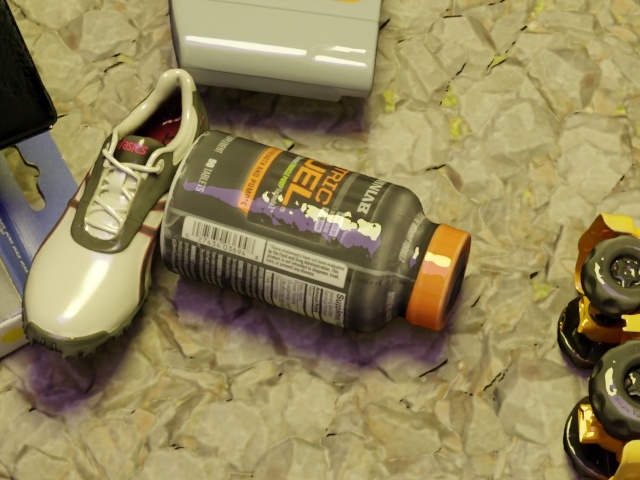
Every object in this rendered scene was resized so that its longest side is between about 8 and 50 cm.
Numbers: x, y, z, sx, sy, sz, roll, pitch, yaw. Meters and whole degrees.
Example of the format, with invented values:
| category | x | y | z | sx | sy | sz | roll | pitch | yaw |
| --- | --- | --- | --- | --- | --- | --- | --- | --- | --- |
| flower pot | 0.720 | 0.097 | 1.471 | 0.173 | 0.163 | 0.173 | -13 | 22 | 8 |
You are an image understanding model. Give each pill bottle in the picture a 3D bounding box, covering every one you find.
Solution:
| category | x | y | z | sx | sy | sz | roll | pitch | yaw |
| --- | --- | --- | --- | --- | --- | --- | --- | --- | --- |
| pill bottle | 0.000 | 0.000 | 1.360 | 0.245 | 0.130 | 0.130 | 17 | 69 | 12 |

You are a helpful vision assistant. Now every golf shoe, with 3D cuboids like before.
| category | x | y | z | sx | sy | sz | roll | pitch | yaw |
| --- | --- | --- | --- | --- | --- | --- | --- | --- | --- |
| golf shoe | -0.177 | -0.028 | 1.366 | 0.105 | 0.120 | 0.273 | 19 | 56 | 9 |

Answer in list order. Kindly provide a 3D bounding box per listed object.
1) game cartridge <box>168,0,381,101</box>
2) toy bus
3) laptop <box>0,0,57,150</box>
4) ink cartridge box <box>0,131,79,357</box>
| category | x | y | z | sx | sy | sz | roll | pitch | yaw |
| --- | --- | --- | --- | --- | --- | --- | --- | --- | --- |
| game cartridge | -0.037 | -0.262 | 1.482 | 0.198 | 0.062 | 0.297 | 9 | 56 | -4 |
| toy bus | 0.303 | 0.096 | 1.284 | 0.211 | 0.149 | 0.220 | -1 | 64 | -1 |
| laptop | -0.461 | -0.240 | 1.440 | 0.382 | 0.236 | 0.408 | -21 | 44 | 9 |
| ink cartridge box | -0.373 | -0.016 | 1.436 | 0.307 | 0.072 | 0.304 | -29 | 67 | -6 |
